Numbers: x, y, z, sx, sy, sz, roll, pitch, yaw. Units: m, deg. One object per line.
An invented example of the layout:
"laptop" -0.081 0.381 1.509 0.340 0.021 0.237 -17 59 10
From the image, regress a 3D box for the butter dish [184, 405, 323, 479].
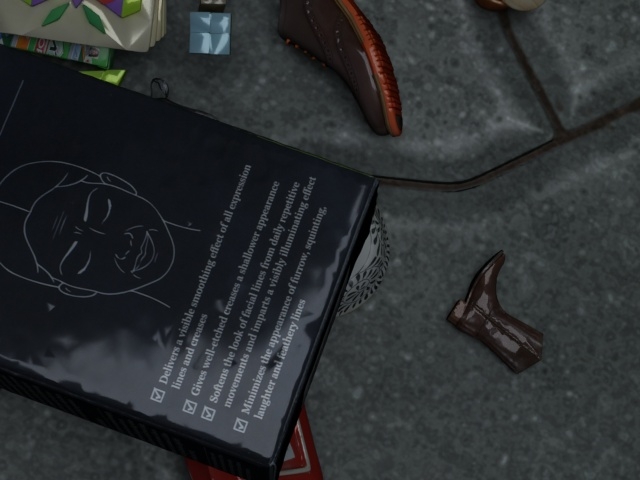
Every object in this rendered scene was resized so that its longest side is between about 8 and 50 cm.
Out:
"butter dish" -0.095 0.218 1.680 0.160 0.118 0.160 1 68 -47

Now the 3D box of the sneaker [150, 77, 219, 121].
"sneaker" -0.146 -0.052 1.709 0.153 0.101 0.269 -37 86 -8

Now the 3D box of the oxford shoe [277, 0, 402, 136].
"oxford shoe" 0.012 -0.230 1.773 0.098 0.097 0.271 -26 82 10

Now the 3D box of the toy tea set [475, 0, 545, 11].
"toy tea set" 0.237 -0.430 1.801 0.200 0.124 0.336 -9 84 -9

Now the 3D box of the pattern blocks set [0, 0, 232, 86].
"pattern blocks set" -0.256 -0.285 1.674 0.324 0.026 0.286 -7 97 3

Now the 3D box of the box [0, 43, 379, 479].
"box" -0.178 0.031 1.530 0.395 0.212 0.294 20 76 3

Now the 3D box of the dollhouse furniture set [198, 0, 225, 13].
"dollhouse furniture set" -0.151 -0.361 1.719 0.101 0.161 0.182 1 82 -8

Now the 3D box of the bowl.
"bowl" 0.000 0.000 1.735 0.170 0.080 0.170 1 82 -7

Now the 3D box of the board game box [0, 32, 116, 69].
"board game box" -0.303 -0.364 1.709 0.213 0.046 0.317 12 97 -3

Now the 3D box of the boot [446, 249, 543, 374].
"boot" 0.216 0.082 1.775 0.114 0.037 0.106 35 93 1
